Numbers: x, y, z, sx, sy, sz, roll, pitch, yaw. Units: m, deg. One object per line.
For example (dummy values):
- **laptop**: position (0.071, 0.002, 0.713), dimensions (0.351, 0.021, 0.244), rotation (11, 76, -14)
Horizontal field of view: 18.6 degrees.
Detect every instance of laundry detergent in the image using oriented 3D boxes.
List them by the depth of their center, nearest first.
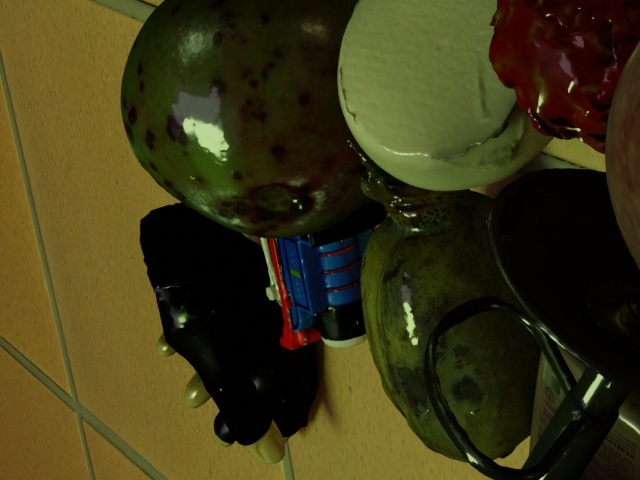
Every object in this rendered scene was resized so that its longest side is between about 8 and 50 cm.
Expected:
- **laundry detergent**: position (0.220, 0.182, 1.409), dimensions (0.171, 0.076, 0.237), rotation (43, 145, 40)

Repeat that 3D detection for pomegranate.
- **pomegranate**: position (-0.052, -0.150, 1.548), dimensions (0.306, 0.242, 0.242), rotation (67, 156, 21)

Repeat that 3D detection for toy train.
- **toy train**: position (0.000, 0.000, 1.728), dimensions (0.131, 0.083, 0.204), rotation (23, 129, 56)

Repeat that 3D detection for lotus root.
- **lotus root**: position (0.101, 0.038, 1.460), dimensions (0.154, 0.154, 0.278), rotation (22, 133, 59)

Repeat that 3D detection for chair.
- **chair**: position (0.132, 0.176, 1.237), dimensions (0.226, 0.226, 0.401), rotation (52, 133, 35)

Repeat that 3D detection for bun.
- **bun**: position (0.102, -0.116, 1.359), dimensions (0.173, 0.173, 0.120), rotation (57, -163, 27)

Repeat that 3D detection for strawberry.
- **strawberry**: position (0.190, -0.130, 1.108), dimensions (0.234, 0.178, 0.234), rotation (30, 130, 44)

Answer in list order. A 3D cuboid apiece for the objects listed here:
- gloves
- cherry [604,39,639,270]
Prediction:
- **gloves**: position (-0.083, 0.103, 1.899), dimensions (0.197, 0.152, 0.301), rotation (-104, 7, -46)
- **cherry**: position (0.264, -0.044, 0.959), dimensions (0.236, 0.213, 0.285), rotation (8, 151, 31)
